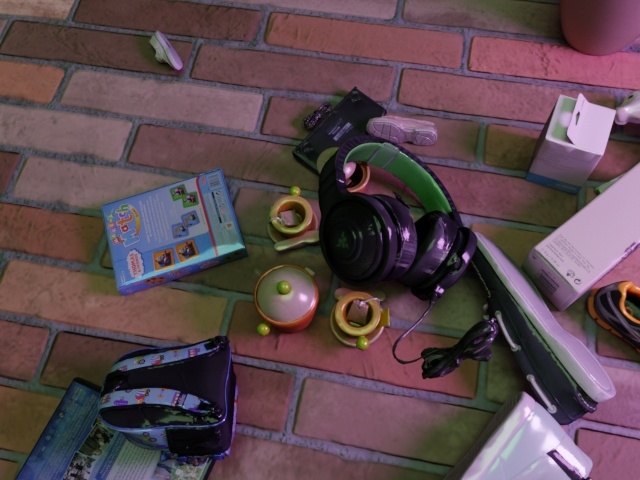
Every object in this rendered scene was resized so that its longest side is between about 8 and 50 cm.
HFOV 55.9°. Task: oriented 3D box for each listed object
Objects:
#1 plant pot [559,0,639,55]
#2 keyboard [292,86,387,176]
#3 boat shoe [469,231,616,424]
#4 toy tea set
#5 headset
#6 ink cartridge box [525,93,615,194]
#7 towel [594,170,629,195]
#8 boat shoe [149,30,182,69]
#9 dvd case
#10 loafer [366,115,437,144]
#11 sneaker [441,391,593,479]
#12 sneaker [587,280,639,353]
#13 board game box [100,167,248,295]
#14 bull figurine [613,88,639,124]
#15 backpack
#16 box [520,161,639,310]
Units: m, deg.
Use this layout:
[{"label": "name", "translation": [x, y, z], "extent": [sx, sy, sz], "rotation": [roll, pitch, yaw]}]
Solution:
[{"label": "plant pot", "translation": [0.515, -0.454, 1.025], "extent": [0.256, 0.274, 0.257], "rotation": [-1, 65, 2]}, {"label": "keyboard", "translation": [0.025, -0.200, 1.078], "extent": [0.108, 0.023, 0.180], "rotation": [38, 72, 11]}, {"label": "boat shoe", "translation": [0.288, 0.119, 0.877], "extent": [0.091, 0.114, 0.303], "rotation": [-47, 51, 25]}, {"label": "toy tea set", "translation": [0.000, 0.000, 0.933], "extent": [0.199, 0.124, 0.336], "rotation": [-3, 66, 2]}, {"label": "headset", "translation": [0.133, -0.001, 0.853], "extent": [0.243, 0.185, 0.394], "rotation": [14, 52, -30]}, {"label": "ink cartridge box", "translation": [0.401, -0.156, 0.970], "extent": [0.089, 0.143, 0.092], "rotation": [20, 69, 12]}, {"label": "towel", "translation": [0.547, -0.076, 0.992], "extent": [0.152, 0.023, 0.113], "rotation": [-26, 66, -8]}, {"label": "boat shoe", "translation": [-0.301, -0.359, 1.163], "extent": [0.035, 0.035, 0.100], "rotation": [-40, 71, 16]}, {"label": "dvd case", "translation": [-0.290, 0.326, 0.861], "extent": [0.252, 0.022, 0.180], "rotation": [20, 68, 12]}, {"label": "loafer", "translation": [0.143, -0.197, 1.063], "extent": [0.125, 0.045, 0.039], "rotation": [10, 50, 0]}, {"label": "sneaker", "translation": [0.242, 0.342, 0.781], "extent": [0.151, 0.094, 0.256], "rotation": [41, 85, 9]}, {"label": "sneaker", "translation": [0.496, 0.133, 0.871], "extent": [0.214, 0.083, 0.084], "rotation": [32, 70, 14]}, {"label": "board game box", "translation": [-0.244, -0.017, 1.001], "extent": [0.211, 0.039, 0.160], "rotation": [-17, 66, -5]}, {"label": "bull figurine", "translation": [0.634, -0.162, 0.965], "extent": [0.310, 0.101, 0.188], "rotation": [17, 46, 6]}, {"label": "backpack", "translation": [-0.207, 0.222, 0.832], "extent": [0.173, 0.117, 0.158], "rotation": [-4, 38, -3]}, {"label": "box", "translation": [0.443, -0.020, 0.914], "extent": [0.275, 0.113, 0.094], "rotation": [-37, 69, -6]}]
